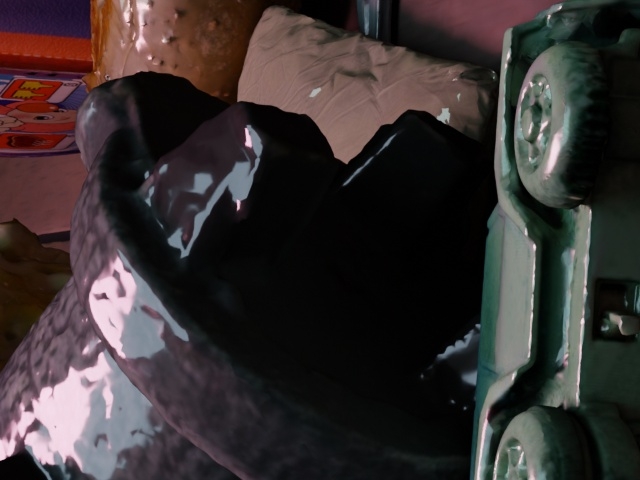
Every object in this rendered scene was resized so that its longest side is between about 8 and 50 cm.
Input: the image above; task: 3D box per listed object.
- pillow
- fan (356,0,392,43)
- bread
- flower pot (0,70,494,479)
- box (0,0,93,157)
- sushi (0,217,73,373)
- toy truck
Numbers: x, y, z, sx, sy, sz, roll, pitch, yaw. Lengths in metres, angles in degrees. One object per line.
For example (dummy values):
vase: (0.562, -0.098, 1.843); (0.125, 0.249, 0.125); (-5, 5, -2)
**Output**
pillow: (0.000, 0.002, 1.204); (0.274, 0.076, 0.281); (25, 107, 53)
fan: (0.038, -0.096, 1.253); (0.057, 0.023, 0.282); (-17, 71, 58)
bread: (-0.096, -0.212, 1.410); (0.305, 0.158, 0.306); (-176, 90, -75)
flower pot: (-0.037, 0.050, 0.983); (0.283, 0.299, 0.299); (-52, 37, 27)
box: (-0.294, -0.236, 1.707); (0.348, 0.318, 0.257); (159, 110, -66)
sushi: (-0.253, 0.176, 1.457); (0.240, 0.396, 0.351); (19, 112, 23)
toy truck: (0.142, 0.036, 0.802); (0.156, 0.155, 0.279); (-170, 83, -76)
